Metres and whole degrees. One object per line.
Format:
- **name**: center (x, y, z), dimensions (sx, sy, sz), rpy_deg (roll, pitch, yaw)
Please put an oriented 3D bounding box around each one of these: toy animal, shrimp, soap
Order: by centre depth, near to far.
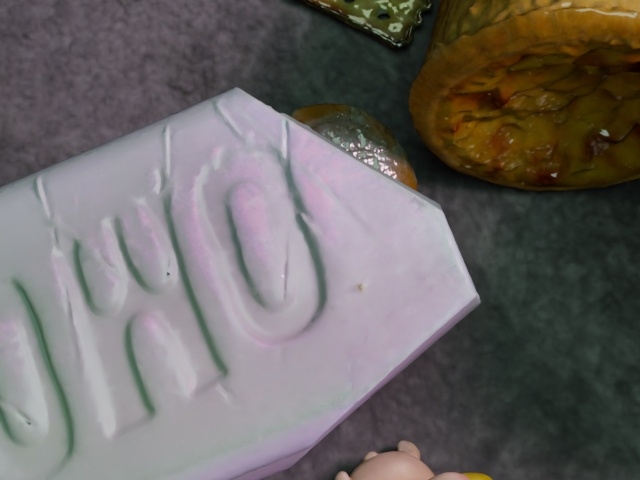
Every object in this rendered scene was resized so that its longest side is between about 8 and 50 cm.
- **soap**: center (-0.089, 0.047, 0.739), dimensions (0.347, 0.115, 0.208), rpy_deg (-22, 78, 5)
- **toy animal**: center (0.071, 0.167, 0.765), dimensions (0.091, 0.082, 0.114), rpy_deg (-35, 78, -12)
- **shrimp**: center (-0.001, -0.001, 0.824), dimensions (0.132, 0.051, 0.187), rpy_deg (23, 79, 3)

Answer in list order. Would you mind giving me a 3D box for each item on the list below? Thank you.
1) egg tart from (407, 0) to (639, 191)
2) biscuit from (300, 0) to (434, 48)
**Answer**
- **egg tart**: center (0.154, -0.137, 0.803), dimensions (0.203, 0.202, 0.147), rpy_deg (3, 65, -2)
- **biscuit**: center (0.043, -0.246, 0.912), dimensions (0.144, 0.016, 0.203), rpy_deg (24, 76, 4)
